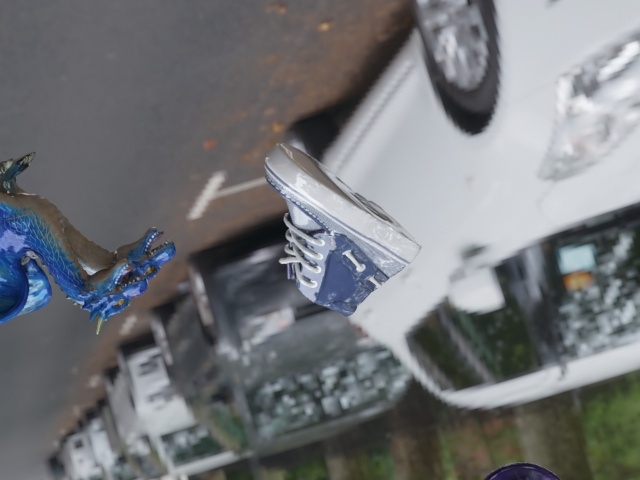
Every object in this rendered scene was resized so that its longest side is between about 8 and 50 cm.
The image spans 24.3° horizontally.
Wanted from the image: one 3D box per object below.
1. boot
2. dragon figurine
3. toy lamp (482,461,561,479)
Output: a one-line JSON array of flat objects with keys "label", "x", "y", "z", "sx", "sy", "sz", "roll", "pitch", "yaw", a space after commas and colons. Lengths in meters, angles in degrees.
[{"label": "boot", "x": 0.000, "y": 0.000, "z": 1.094, "sx": 0.086, "sy": 0.069, "sz": 0.190, "roll": -47, "pitch": 142, "yaw": 8}, {"label": "dragon figurine", "x": -0.258, "y": 0.025, "z": 1.128, "sx": 0.289, "sy": 0.144, "sz": 0.085, "roll": -20, "pitch": -175, "yaw": 13}, {"label": "toy lamp", "x": 0.144, "y": 0.197, "z": 1.009, "sx": 0.080, "sy": 0.080, "sz": 0.275, "roll": -17, "pitch": 176, "yaw": 2}]
